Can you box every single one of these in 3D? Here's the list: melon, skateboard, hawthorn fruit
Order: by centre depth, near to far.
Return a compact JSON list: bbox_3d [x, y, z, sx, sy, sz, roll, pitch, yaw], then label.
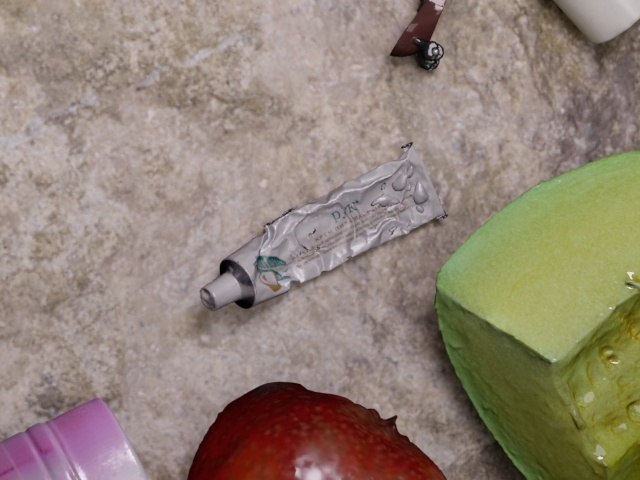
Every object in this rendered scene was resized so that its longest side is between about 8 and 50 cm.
[{"bbox_3d":[-0.019,0.288,1.555,0.265,0.265,0.307,42,71,-18],"label":"hawthorn fruit"},{"bbox_3d":[0.102,-0.240,1.656,0.080,0.067,0.151,23,87,1],"label":"skateboard"},{"bbox_3d":[0.318,0.069,1.685,0.343,0.226,0.331,-37,95,-24],"label":"melon"}]

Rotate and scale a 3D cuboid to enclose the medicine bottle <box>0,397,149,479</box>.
[{"bbox_3d":[-0.274,0.257,1.535,0.254,0.152,0.152,-26,103,-14],"label":"medicine bottle"}]

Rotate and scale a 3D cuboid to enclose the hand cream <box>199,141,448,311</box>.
[{"bbox_3d":[-0.002,0.000,1.652,0.257,0.050,0.084,-30,106,-19],"label":"hand cream"}]

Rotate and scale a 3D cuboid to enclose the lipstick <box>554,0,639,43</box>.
[{"bbox_3d":[0.185,-0.330,1.655,0.087,0.087,0.327,-47,107,-8],"label":"lipstick"}]
